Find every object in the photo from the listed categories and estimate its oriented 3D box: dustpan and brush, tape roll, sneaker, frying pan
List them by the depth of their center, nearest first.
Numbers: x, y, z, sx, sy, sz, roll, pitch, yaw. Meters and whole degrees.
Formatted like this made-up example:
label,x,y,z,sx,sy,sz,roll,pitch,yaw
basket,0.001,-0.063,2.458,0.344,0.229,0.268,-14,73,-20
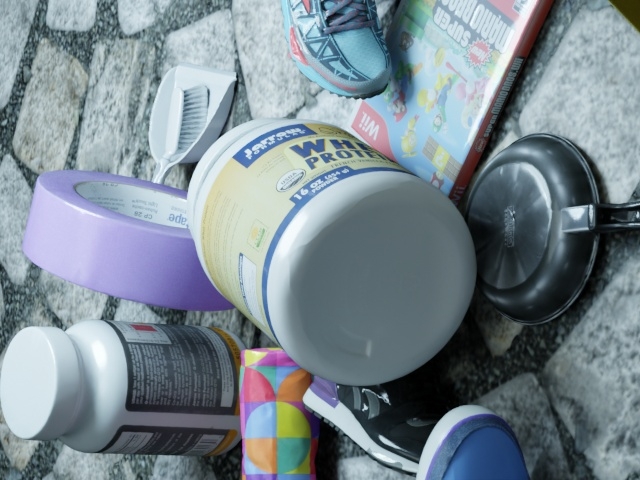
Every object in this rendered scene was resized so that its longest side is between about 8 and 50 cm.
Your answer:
label,x,y,z,sx,sy,sz,roll,pitch,yaw
sneaker,0.192,0.332,1.880,0.236,0.130,0.322,-168,78,-65
frying pan,0.242,0.006,1.960,0.326,0.053,0.197,30,110,53
sneaker,0.085,0.164,2.098,0.283,0.107,0.124,28,102,51
sneaker,0.005,-0.278,2.162,0.262,0.104,0.125,65,159,13
tape roll,-0.212,-0.003,2.363,0.275,0.275,0.090,28,107,51
dustpan and brush,-0.184,-0.121,2.519,0.147,0.060,0.211,17,98,52

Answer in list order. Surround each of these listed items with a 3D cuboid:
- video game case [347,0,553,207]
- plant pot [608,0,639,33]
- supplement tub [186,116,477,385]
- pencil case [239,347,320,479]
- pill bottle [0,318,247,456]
label,x,y,z,sx,sy,sz,roll,pitch,yaw
video game case,0.138,-0.197,2.137,0.204,0.025,0.285,47,122,45
plant pot,0.381,-0.230,1.673,0.187,0.212,0.212,-54,41,0
supplement tub,0.000,0.000,2.104,0.316,0.228,0.228,37,115,59
pencil case,-0.043,0.232,2.262,0.104,0.104,0.236,-9,76,52
pill bottle,-0.228,0.175,2.357,0.162,0.278,0.162,-11,76,51
